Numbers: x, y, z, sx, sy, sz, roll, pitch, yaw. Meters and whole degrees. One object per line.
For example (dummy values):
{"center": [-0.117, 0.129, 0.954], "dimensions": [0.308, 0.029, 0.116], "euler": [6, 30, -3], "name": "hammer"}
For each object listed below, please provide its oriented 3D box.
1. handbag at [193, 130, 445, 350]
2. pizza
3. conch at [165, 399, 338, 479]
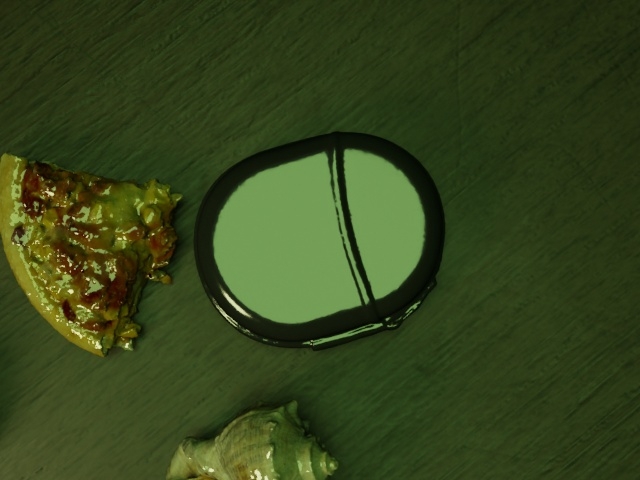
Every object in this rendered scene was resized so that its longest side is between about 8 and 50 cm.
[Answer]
{"center": [0.000, 0.000, 1.055], "dimensions": [0.307, 0.093, 0.254], "euler": [-16, 82, -1], "name": "handbag"}
{"center": [-0.273, -0.008, 1.068], "dimensions": [0.228, 0.081, 0.290], "euler": [-26, 82, -2], "name": "pizza"}
{"center": [-0.079, 0.277, 0.998], "dimensions": [0.245, 0.163, 0.178], "euler": [-11, 64, 29], "name": "conch"}
